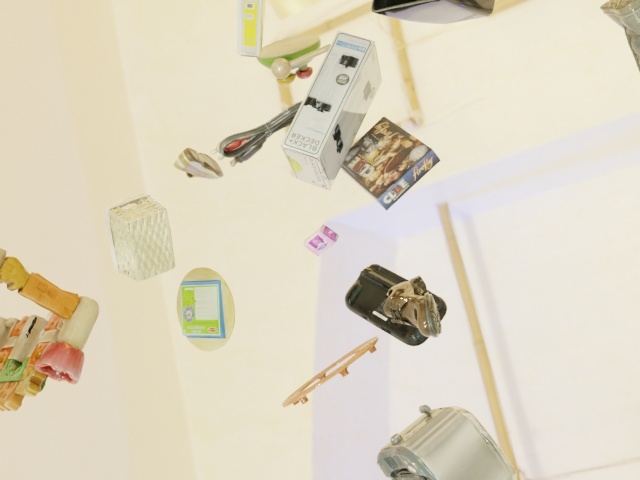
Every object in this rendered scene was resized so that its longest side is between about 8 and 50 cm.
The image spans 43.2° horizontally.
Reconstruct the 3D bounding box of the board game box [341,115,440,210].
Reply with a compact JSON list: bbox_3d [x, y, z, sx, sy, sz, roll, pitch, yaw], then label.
[{"bbox_3d":[0.148,-0.182,1.853,0.042,0.165,0.243,45,-178,-34],"label":"board game box"}]

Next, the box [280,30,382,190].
[{"bbox_3d":[0.029,-0.272,1.708,0.290,0.087,0.169,-66,-17,-13],"label":"box"}]

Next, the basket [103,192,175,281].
[{"bbox_3d":[-0.399,-0.004,1.797,0.113,0.103,0.167,-23,-58,-33],"label":"basket"}]

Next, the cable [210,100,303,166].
[{"bbox_3d":[-0.159,-0.286,2.067,0.072,0.287,0.139,59,-164,25],"label":"cable"}]

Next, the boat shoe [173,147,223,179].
[{"bbox_3d":[-0.336,-0.198,2.195,0.068,0.072,0.190,58,-166,24],"label":"boat shoe"}]

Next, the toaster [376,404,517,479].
[{"bbox_3d":[0.211,0.374,1.288,0.146,0.129,0.227,-38,-89,-29],"label":"toaster"}]

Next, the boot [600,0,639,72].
[{"bbox_3d":[0.599,-0.354,1.488,0.208,0.076,0.189,53,-156,-14],"label":"boot"}]

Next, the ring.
[{"bbox_3d":[0.034,0.380,2.296,0.032,0.336,0.336,56,-156,4],"label":"ring"}]

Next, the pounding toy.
[{"bbox_3d":[-0.069,-0.474,2.192,0.237,0.183,0.110,-128,20,-62],"label":"pounding toy"}]

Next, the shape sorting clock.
[{"bbox_3d":[-0.279,0.167,1.961,0.040,0.206,0.206,0,-108,-50],"label":"shape sorting clock"}]

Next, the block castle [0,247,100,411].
[{"bbox_3d":[-0.666,0.184,1.563,0.303,0.453,0.212,38,-125,-34],"label":"block castle"}]

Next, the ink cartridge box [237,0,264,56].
[{"bbox_3d":[-0.146,-0.626,1.798,0.307,0.072,0.303,108,167,-64],"label":"ink cartridge box"}]

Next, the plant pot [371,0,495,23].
[{"bbox_3d":[0.229,-0.495,1.497,0.167,0.188,0.187,14,-95,-40],"label":"plant pot"}]

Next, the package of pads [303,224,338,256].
[{"bbox_3d":[0.000,0.000,1.929,0.050,0.083,0.032,35,-132,-14],"label":"package of pads"}]

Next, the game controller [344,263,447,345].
[{"bbox_3d":[0.211,0.183,2.337,0.166,0.319,0.067,-57,-42,-5],"label":"game controller"}]

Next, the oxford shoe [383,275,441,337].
[{"bbox_3d":[0.174,0.138,1.540,0.227,0.096,0.082,-112,5,-78],"label":"oxford shoe"}]
